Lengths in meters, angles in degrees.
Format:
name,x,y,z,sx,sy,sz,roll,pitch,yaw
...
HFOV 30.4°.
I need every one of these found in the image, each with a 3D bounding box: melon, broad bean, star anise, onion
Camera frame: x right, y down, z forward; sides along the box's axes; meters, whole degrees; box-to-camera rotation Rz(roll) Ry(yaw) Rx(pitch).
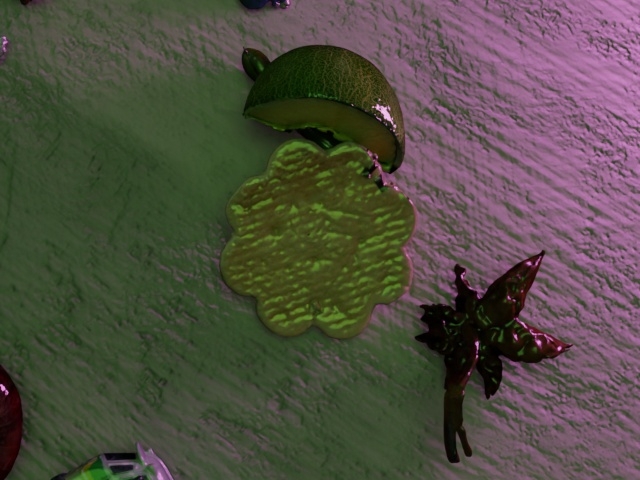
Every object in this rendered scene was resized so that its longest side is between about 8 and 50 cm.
name,x,y,z,sx,sy,sz,roll,pitch,yaw
melon,0.032,-0.232,1.785,0.265,0.129,0.169,19,56,-20
broad bean,-0.036,-0.203,1.839,0.256,0.052,0.053,45,72,0
star anise,0.249,0.170,1.763,0.237,0.148,0.346,27,68,0
onion,-0.469,0.267,1.654,0.098,0.151,0.206,7,95,-21

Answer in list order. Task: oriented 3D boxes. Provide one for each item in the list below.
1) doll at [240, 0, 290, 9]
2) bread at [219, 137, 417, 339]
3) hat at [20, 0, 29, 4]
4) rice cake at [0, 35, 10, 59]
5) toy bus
name,x,y,z,sx,sy,sz,roll,pitch,yaw
doll,-0.094,-0.404,1.870,0.083,0.050,0.076,-13,78,-8
bread,0.000,0.000,1.771,0.316,0.054,0.316,-1,100,-7
hat,-0.445,-0.406,1.817,0.076,0.059,0.077,16,72,12
rice cake,-0.577,-0.328,1.796,0.211,0.034,0.043,24,86,-4
toy bus,-0.252,0.421,1.655,0.165,0.133,0.276,-29,86,-11
